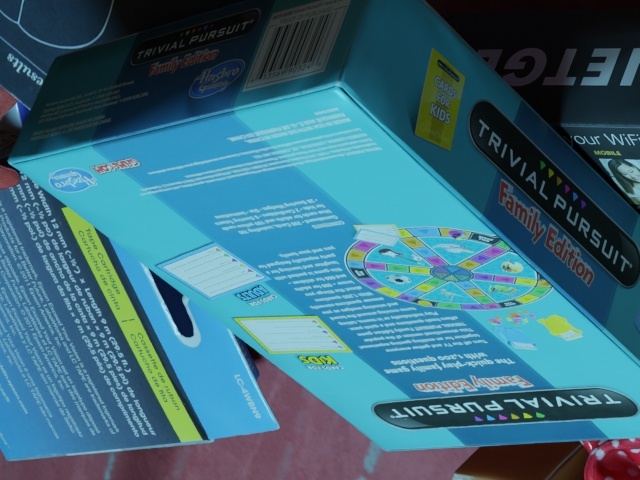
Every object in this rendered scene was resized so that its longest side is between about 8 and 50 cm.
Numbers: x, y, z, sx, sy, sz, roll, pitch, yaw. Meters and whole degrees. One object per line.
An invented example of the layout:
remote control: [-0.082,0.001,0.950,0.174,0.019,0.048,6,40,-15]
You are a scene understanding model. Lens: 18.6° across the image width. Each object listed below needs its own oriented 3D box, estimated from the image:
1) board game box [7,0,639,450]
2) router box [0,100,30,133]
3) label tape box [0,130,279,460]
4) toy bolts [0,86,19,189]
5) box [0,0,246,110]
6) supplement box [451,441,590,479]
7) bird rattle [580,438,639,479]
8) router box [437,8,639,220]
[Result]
board game box: [0.036,0.001,1.077,0.254,0.079,0.336,-9,142,44]
router box: [-0.334,-0.266,1.467,0.301,0.082,0.335,14,126,34]
label tape box: [-0.166,0.029,1.491,0.347,0.115,0.249,-13,108,45]
toy bolts: [-0.341,-0.064,1.399,0.228,0.158,0.218,23,124,36]
box: [-0.085,-0.265,1.159,0.293,0.212,0.395,39,135,13]
supplement box: [0.166,0.250,1.386,0.078,0.080,0.233,5,118,39]
bird rattle: [0.204,0.206,1.275,0.207,0.253,0.143,36,-178,-28]
router box: [0.162,-0.030,1.120,0.309,0.081,0.243,4,151,38]
